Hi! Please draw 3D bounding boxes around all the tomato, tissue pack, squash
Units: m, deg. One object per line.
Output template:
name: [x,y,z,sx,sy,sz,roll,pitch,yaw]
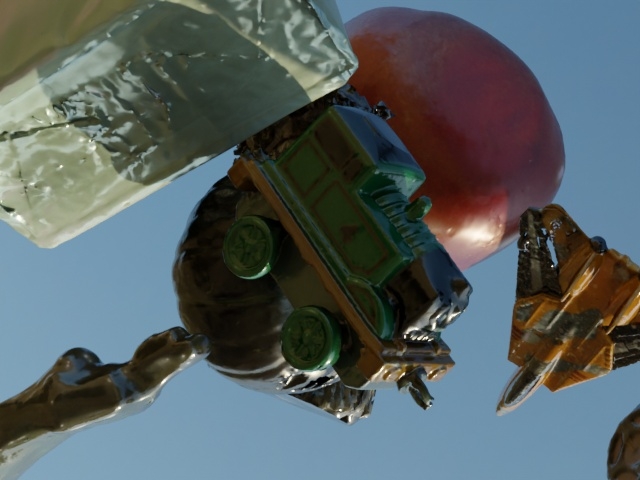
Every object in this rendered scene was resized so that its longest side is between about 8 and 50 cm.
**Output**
tomato: [0.117,-0.111,1.636,0.325,0.290,0.293,40,-26,-18]
tissue pack: [-0.178,-0.249,1.186,0.332,0.205,0.405,-28,-129,17]
squash: [-0.029,0.029,1.112,0.156,0.193,0.193,8,-71,58]

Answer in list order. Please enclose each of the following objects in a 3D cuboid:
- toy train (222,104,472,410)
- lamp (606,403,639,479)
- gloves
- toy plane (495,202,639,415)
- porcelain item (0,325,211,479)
toy train: [0.023,0.005,0.931,0.136,0.091,0.227,-49,-120,22]
lamp: [0.483,0.298,1.729,0.303,0.257,0.303,-52,-157,33]
gloves: [-0.007,-0.002,1.286,0.210,0.135,0.312,25,-77,51]
toy plane: [0.243,0.096,1.412,0.204,0.103,0.316,36,-27,7]
porcelain item: [-0.169,0.111,0.950,0.216,0.081,0.069,-28,-110,20]
